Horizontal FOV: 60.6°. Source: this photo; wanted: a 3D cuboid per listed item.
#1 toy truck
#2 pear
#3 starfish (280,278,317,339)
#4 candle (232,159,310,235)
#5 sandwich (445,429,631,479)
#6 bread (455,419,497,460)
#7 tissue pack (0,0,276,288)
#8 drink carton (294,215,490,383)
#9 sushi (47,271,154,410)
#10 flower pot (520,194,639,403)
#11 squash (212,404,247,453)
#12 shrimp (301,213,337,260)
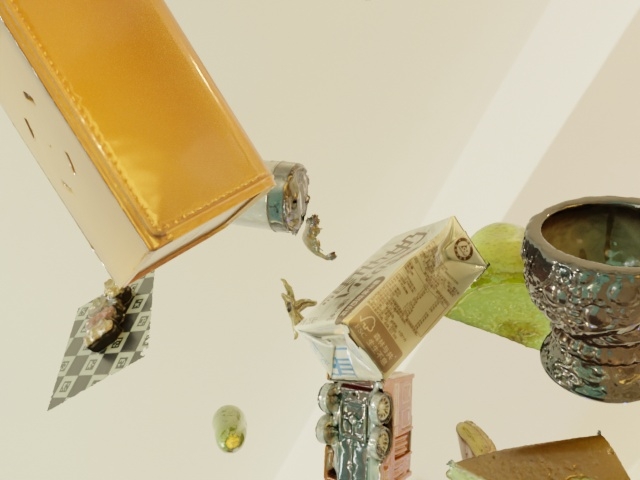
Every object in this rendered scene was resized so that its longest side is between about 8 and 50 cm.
[{"bbox_3d":[0.115,0.485,1.247,0.173,0.207,0.387,0,-94,39],"label":"toy truck"},{"bbox_3d":[0.479,0.082,1.348,0.342,0.318,0.238,21,-52,-8],"label":"pear"},{"bbox_3d":[-0.071,0.219,1.647,0.053,0.176,0.208,-26,-53,25],"label":"starfish"},{"bbox_3d":[-0.190,-0.122,1.416,0.330,0.187,0.187,8,-59,18],"label":"candle"},{"bbox_3d":[0.312,0.358,0.784,0.235,0.128,0.122,-7,-45,-5],"label":"sandwich"},{"bbox_3d":[0.351,0.490,1.177,0.067,0.119,0.192,-7,-103,-10],"label":"bread"},{"bbox_3d":[-0.192,-0.115,0.522,0.274,0.145,0.194,59,-32,-3],"label":"tissue pack"},{"bbox_3d":[0.127,0.104,1.001,0.132,0.324,0.194,55,-30,-7],"label":"drink carton"},{"bbox_3d":[-0.480,0.184,1.186,0.264,0.290,0.050,-29,-51,13],"label":"sushi"},{"bbox_3d":[0.460,0.099,0.877,0.266,0.266,0.267,-9,-63,2],"label":"flower pot"},{"bbox_3d":[-0.168,0.349,1.014,0.066,0.201,0.066,1,-96,-11],"label":"squash"},{"bbox_3d":[-0.001,0.001,1.510,0.124,0.034,0.178,43,-30,13],"label":"shrimp"}]
